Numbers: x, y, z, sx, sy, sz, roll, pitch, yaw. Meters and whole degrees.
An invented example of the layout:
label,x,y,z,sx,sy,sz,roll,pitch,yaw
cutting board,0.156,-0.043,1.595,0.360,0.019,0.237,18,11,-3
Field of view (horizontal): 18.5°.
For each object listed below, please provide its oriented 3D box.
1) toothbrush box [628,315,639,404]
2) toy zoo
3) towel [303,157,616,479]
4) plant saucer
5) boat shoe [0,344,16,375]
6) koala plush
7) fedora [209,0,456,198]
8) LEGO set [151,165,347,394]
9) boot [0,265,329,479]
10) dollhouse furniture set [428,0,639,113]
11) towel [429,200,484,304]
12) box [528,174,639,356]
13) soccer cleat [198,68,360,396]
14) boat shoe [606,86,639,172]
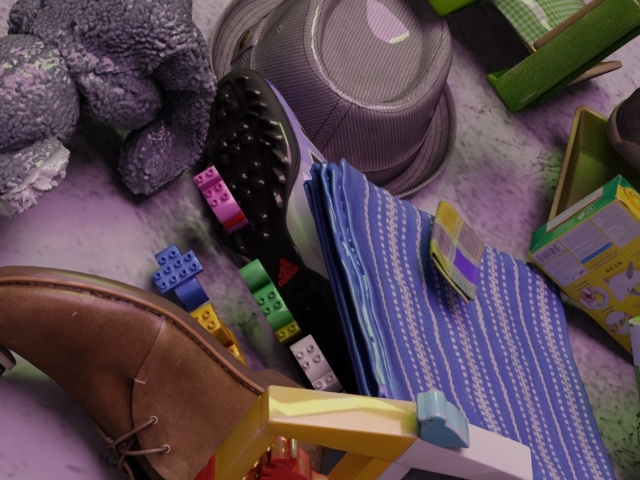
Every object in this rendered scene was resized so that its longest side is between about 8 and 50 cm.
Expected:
label,x,y,z,sx,sy,sz,roll,pitch,yaw
toothbrush box,0.407,0.133,1.658,0.283,0.122,0.206,-17,102,-37
toy zoo,0.011,0.180,1.331,0.192,0.293,0.030,15,49,-20
towel,0.123,0.080,1.565,0.336,0.040,0.243,24,42,-45
plant saucer,0.293,-0.013,1.822,0.188,0.045,0.188,28,47,-8
boat shoe,-0.315,0.042,1.426,0.206,0.075,0.065,39,88,-6
koala plush,-0.212,-0.124,1.529,0.221,0.203,0.196,-32,73,-30
fedora,0.033,-0.164,1.733,0.243,0.124,0.275,34,46,-3
LEGO set,-0.070,0.045,1.510,0.087,0.093,0.227,-31,68,-1
boot,-0.125,0.119,1.418,0.305,0.112,0.115,31,56,-22
dollhouse furniture set,0.218,-0.249,1.804,0.197,0.151,0.301,55,23,5
towel,0.110,0.008,1.574,0.060,0.009,0.083,51,28,-19
box,0.279,0.035,1.711,0.179,0.105,0.043,44,33,-18
soccer cleat,0.000,0.000,1.610,0.116,0.108,0.318,-2,58,-47
boat shoe,0.375,-0.140,1.858,0.132,0.130,0.355,37,29,8
